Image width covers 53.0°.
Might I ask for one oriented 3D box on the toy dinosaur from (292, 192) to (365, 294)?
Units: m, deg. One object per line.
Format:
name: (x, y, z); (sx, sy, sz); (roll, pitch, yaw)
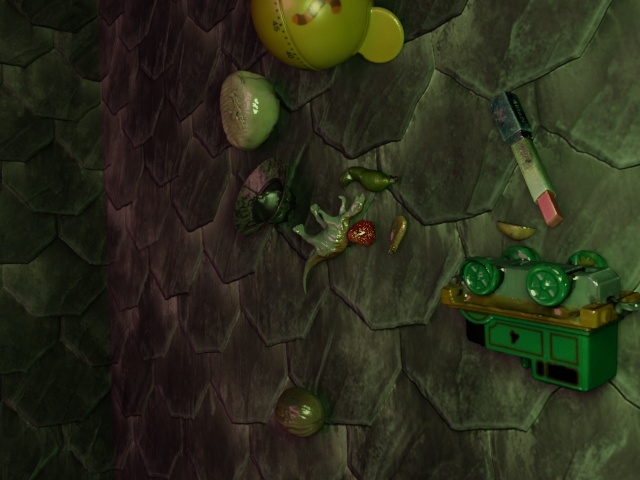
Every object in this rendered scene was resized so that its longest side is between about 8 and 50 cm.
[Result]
toy dinosaur: (0.000, 0.000, 1.880); (0.205, 0.092, 0.392); (42, 117, 39)

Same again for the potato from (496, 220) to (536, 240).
potato: (0.416, -0.019, 1.397); (0.093, 0.037, 0.036); (17, 106, 50)

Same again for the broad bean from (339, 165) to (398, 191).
broad bean: (0.128, -0.168, 1.754); (0.214, 0.048, 0.070); (7, 93, 52)

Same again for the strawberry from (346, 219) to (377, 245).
strawberry: (0.110, -0.019, 1.743); (0.073, 0.083, 0.073); (11, 105, 48)

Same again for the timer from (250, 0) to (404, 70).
timer: (0.019, -0.636, 1.722); (0.387, 0.376, 0.375); (-7, 82, 28)

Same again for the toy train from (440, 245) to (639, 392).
toy train: (0.428, 0.147, 1.277); (0.429, 0.178, 0.249); (5, 103, 51)

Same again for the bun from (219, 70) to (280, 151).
bun: (-0.230, -0.429, 2.128); (0.273, 0.168, 0.272); (23, 117, 54)

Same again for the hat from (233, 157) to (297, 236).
hat: (-0.151, -0.121, 2.036); (0.266, 0.128, 0.265); (-21, 59, 40)

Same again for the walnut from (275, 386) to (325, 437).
walnut: (-0.059, 0.503, 1.880); (0.162, 0.140, 0.140); (31, 112, 58)

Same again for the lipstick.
lipstick: (0.442, -0.174, 1.364); (0.051, 0.051, 0.312); (-36, 61, 42)

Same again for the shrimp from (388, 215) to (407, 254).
shrimp: (0.197, -0.016, 1.682); (0.059, 0.023, 0.108); (51, 127, 51)
